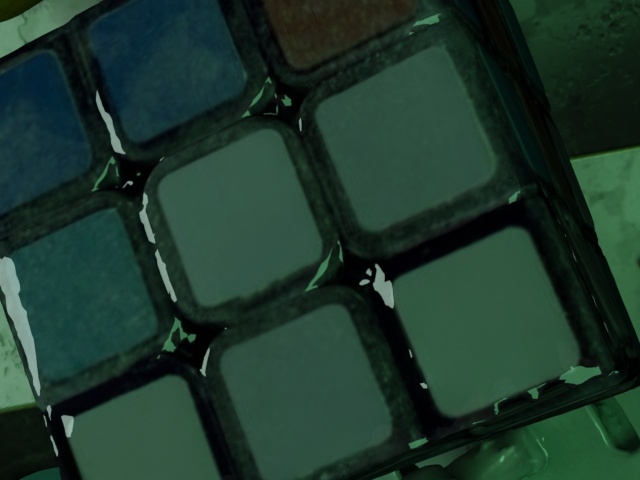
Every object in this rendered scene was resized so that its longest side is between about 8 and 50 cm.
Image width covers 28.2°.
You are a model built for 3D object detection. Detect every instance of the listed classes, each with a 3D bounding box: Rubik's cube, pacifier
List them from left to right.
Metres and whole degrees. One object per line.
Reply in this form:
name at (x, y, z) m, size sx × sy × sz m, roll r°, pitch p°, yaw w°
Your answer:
Rubik's cube at (0.000, 0.000, 0.904) m, size 0.362 × 0.359 × 0.363 m, roll -26°, pitch 76°, yaw 17°
pacifier at (0.153, 0.223, 1.115) m, size 0.288 × 0.269 × 0.343 m, roll 54°, pitch 130°, yaw 7°

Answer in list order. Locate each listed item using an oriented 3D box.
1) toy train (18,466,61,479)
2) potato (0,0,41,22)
toy train at (-0.214, 0.323, 1.236) m, size 0.159 × 0.101 × 0.248 m, roll -9°, pitch 111°, yaw 12°
potato at (-0.215, -0.299, 0.961) m, size 0.173 × 0.140 × 0.300 m, roll 38°, pitch 109°, yaw -25°
